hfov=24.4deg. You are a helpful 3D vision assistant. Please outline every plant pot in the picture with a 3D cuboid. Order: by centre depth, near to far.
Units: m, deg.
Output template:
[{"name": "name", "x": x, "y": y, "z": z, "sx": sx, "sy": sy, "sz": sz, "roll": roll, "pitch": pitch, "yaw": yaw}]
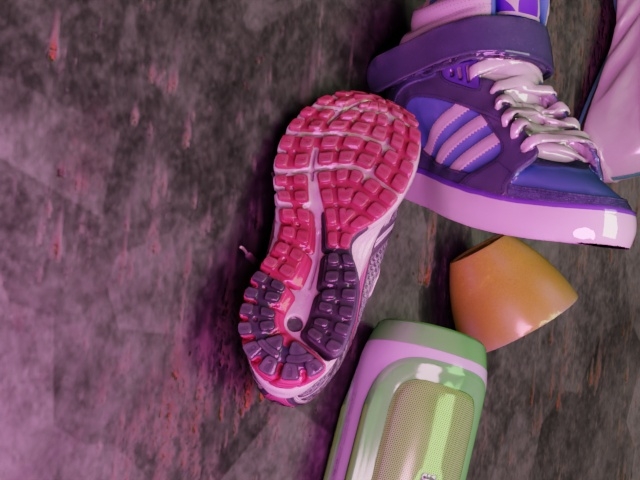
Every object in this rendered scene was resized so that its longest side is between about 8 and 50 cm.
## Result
[{"name": "plant pot", "x": 0.188, "y": 0.048, "z": 1.554, "sx": 0.134, "sy": 0.134, "sz": 0.095, "roll": -31, "pitch": 93, "yaw": -49}]

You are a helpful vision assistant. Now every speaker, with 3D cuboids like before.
[{"name": "speaker", "x": 0.071, "y": 0.229, "z": 1.394, "sx": 0.131, "sy": 0.131, "sz": 0.296, "roll": 31, "pitch": 69, "yaw": -53}]

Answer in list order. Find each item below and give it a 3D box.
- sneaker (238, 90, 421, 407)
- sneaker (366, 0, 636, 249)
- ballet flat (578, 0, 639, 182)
[{"name": "sneaker", "x": 0.000, "y": 0.000, "z": 1.289, "sx": 0.112, "sy": 0.121, "sz": 0.299, "roll": 92, "pitch": 19, "yaw": -64}, {"name": "sneaker", "x": 0.172, "y": -0.133, "z": 1.321, "sx": 0.130, "sy": 0.323, "sz": 0.236, "roll": 7, "pitch": 99, "yaw": -33}, {"name": "ballet flat", "x": 0.421, "y": -0.252, "z": 1.827, "sx": 0.139, "sy": 0.139, "sz": 0.400, "roll": 36, "pitch": 65, "yaw": -51}]
